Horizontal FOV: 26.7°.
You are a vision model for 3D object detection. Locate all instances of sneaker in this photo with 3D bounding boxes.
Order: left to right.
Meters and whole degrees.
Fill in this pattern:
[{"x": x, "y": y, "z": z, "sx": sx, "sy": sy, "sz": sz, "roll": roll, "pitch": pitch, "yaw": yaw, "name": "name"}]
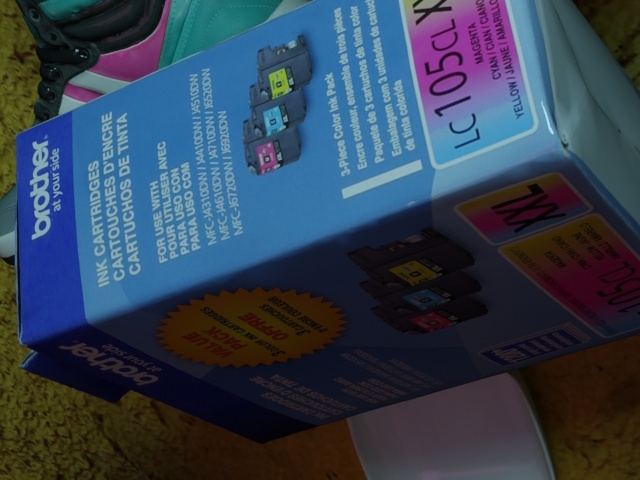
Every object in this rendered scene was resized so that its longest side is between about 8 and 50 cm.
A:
[{"x": -0.165, "y": -0.122, "z": 0.902, "sx": 0.295, "sy": 0.124, "sz": 0.178, "roll": -38, "pitch": 106, "yaw": 22, "name": "sneaker"}]

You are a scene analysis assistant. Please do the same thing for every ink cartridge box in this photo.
[{"x": 0.000, "y": 0.000, "z": 0.827, "sx": 0.395, "sy": 0.151, "sz": 0.270, "roll": -18, "pitch": 151, "yaw": 25, "name": "ink cartridge box"}]

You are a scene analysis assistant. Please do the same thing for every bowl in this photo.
[{"x": 0.101, "y": 0.147, "z": 1.003, "sx": 0.142, "sy": 0.053, "sz": 0.142, "roll": -12, "pitch": 112, "yaw": 22, "name": "bowl"}]
